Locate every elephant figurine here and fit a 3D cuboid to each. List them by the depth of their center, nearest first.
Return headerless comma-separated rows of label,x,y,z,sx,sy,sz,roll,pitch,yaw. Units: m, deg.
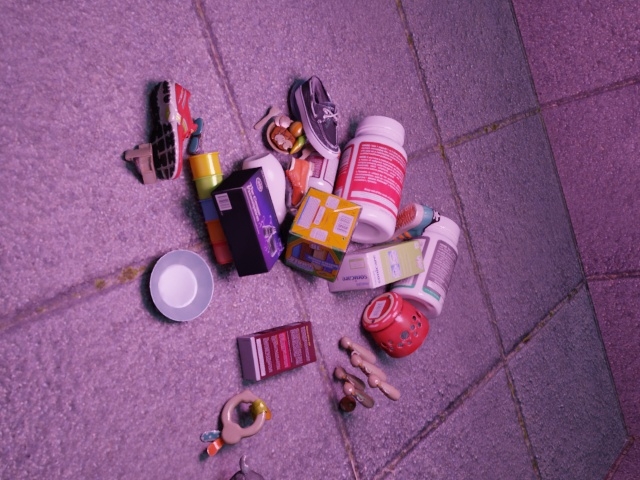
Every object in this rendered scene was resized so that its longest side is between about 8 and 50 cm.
elephant figurine,-0.168,0.734,1.707,0.239,0.186,0.169,30,20,-48

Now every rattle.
rattle,-0.239,0.532,1.734,0.130,0.143,0.199,37,71,4

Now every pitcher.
pitcher,-0.154,-0.168,1.879,0.178,0.126,0.207,-53,131,-58

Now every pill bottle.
pill bottle,-0.012,-0.212,2.002,0.121,0.121,0.221,28,66,-37
pill bottle,0.173,-0.214,2.099,0.229,0.229,0.407,31,62,-36
pill bottle,0.397,0.094,2.278,0.204,0.204,0.361,41,58,-31

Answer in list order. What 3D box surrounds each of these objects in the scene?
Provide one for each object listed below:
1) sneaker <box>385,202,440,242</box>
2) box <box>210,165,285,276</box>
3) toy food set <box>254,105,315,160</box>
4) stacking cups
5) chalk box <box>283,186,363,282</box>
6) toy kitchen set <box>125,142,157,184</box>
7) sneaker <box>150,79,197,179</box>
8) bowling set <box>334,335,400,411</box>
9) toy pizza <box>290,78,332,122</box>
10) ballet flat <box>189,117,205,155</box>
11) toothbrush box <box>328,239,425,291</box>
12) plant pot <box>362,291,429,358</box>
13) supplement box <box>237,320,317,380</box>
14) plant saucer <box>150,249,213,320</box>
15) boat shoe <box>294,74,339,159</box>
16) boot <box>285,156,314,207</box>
sneaker,0.300,-0.048,2.135,0.121,0.302,0.108,11,73,-24
box,-0.200,-0.056,1.739,0.184,0.103,0.261,-68,145,-63
toy food set,-0.106,-0.337,1.931,0.192,0.038,0.132,42,66,-1
stacking cups,-0.302,-0.091,1.748,0.096,0.096,0.316,-19,101,-43
chalk box,0.000,0.000,1.907,0.179,0.289,0.180,21,61,2
toy kitchen set,-0.481,-0.205,1.633,0.068,0.075,0.083,-8,49,-8
sneaker,-0.392,-0.302,1.681,0.118,0.107,0.279,7,81,-52
bowling set,0.110,0.466,1.977,0.154,0.287,0.200,39,92,-25
toy pizza,-0.031,-0.454,2.086,0.201,0.032,0.201,10,75,-42
ballet flat,-0.354,-0.298,1.761,0.041,0.041,0.114,22,69,-39
toothbrush box,0.186,0.085,2.081,0.283,0.206,0.122,-15,94,-43
plant pot,0.257,0.288,2.127,0.174,0.191,0.191,46,55,-25
supplement box,-0.127,0.329,1.841,0.239,0.073,0.130,-7,89,-42
plant saucer,-0.383,0.123,1.660,0.195,0.037,0.195,8,78,-41
boat shoe,0.008,-0.398,1.945,0.108,0.102,0.301,11,51,-42
boot,-0.078,-0.181,1.894,0.085,0.059,0.157,18,74,-26
